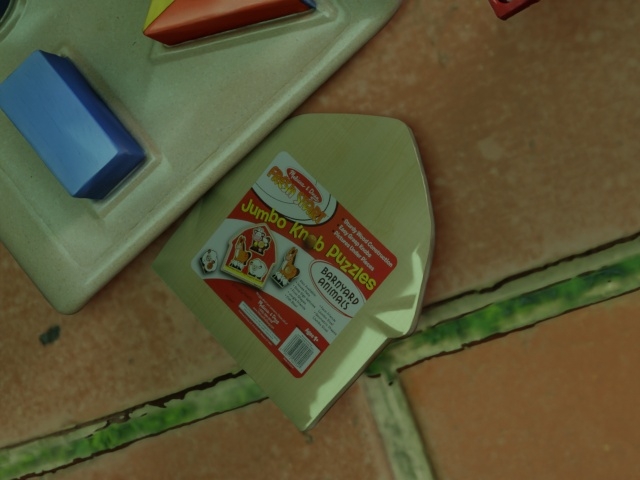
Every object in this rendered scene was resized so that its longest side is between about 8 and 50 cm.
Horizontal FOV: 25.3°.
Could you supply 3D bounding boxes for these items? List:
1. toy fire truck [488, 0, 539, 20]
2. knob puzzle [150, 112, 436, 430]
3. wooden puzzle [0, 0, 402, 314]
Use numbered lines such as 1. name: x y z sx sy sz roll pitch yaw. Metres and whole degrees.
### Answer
1. toy fire truck: 0.186 -0.194 0.830 0.192 0.135 0.047 -30 85 18
2. knob puzzle: 0.000 0.000 0.956 0.213 0.030 0.213 -6 77 26
3. wooden puzzle: -0.166 -0.171 0.970 0.348 0.080 0.322 -43 80 15
